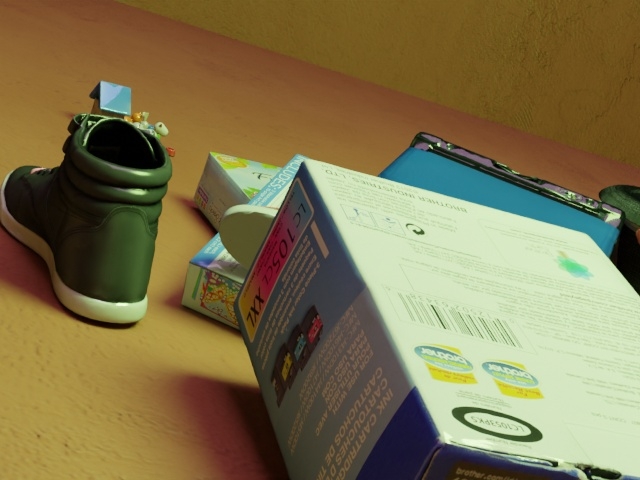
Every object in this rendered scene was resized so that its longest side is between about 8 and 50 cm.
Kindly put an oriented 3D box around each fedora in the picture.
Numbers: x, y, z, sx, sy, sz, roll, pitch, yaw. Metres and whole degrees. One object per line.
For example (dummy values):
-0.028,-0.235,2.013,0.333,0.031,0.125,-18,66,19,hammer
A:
0.511,0.044,1.643,0.334,0.152,0.334,18,15,-5,fedora

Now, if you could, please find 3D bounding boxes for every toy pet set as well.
-0.250,-0.171,1.604,0.114,0.065,0.122,12,16,-29,toy pet set

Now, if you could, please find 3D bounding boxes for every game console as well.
0.221,-0.006,1.549,0.293,0.250,0.173,23,57,13,game console

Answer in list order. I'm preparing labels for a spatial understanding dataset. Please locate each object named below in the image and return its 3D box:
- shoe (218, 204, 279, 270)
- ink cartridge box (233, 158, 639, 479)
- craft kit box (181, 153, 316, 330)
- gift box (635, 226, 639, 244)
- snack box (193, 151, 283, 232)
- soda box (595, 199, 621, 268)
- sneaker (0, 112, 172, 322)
0.000,0.000,1.058,0.178,0.063,0.081,19,31,-5,shoe
0.120,0.121,0.790,0.270,0.151,0.395,14,24,-22,ink cartridge box
0.036,0.029,1.130,0.247,0.061,0.250,21,33,14,craft kit box
0.408,0.031,0.900,0.258,0.276,0.255,30,27,-10,gift box
-0.018,-0.022,1.354,0.207,0.070,0.174,13,18,-28,snack box
0.491,-0.002,1.900,0.091,0.098,0.286,31,19,37,soda box
-0.205,-0.051,1.066,0.105,0.146,0.296,9,17,-31,sneaker
